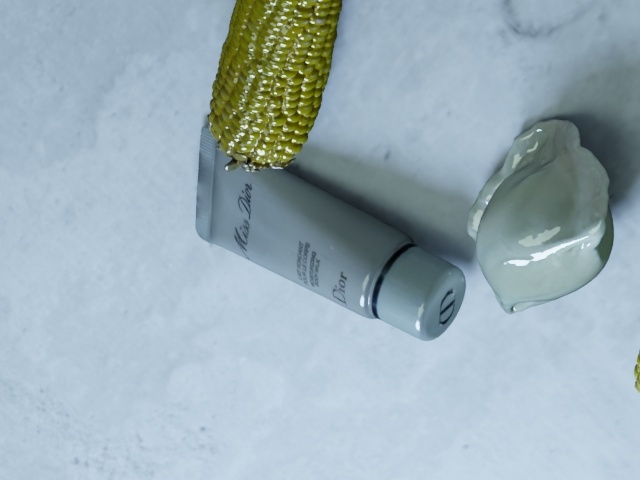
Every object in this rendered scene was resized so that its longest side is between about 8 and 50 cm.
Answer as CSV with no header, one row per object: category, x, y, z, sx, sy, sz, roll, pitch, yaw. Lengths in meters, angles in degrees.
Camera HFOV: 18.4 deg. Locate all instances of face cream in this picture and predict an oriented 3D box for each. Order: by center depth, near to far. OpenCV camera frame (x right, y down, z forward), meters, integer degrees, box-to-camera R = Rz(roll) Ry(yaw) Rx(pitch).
face cream,0.000,0.000,1.980,0.314,0.089,0.143,28,134,28

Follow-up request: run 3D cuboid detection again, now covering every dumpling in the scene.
dumpling,0.197,-0.023,1.804,0.229,0.124,0.151,-47,53,53

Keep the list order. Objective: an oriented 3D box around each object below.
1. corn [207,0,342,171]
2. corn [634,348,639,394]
corn,-0.033,-0.199,1.834,0.106,0.106,0.305,27,129,14
corn,0.363,0.045,1.745,0.123,0.122,0.305,9,135,-7
